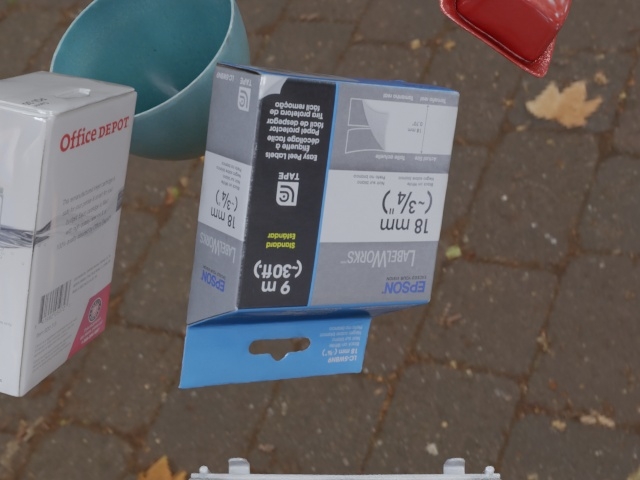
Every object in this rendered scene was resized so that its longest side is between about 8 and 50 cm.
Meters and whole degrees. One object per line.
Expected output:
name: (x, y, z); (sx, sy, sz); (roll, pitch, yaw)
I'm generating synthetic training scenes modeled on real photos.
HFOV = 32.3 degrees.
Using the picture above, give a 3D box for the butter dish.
butter dish: (0.240, -0.300, 1.295); (0.118, 0.160, 0.160); (-40, 23, 50)

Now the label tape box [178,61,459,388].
label tape box: (0.000, 0.000, 1.120); (0.241, 0.333, 0.106); (-1, 13, -34)

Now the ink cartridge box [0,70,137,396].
ink cartridge box: (-0.290, -0.018, 1.116); (0.117, 0.283, 0.207); (14, 17, 10)

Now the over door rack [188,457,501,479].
over door rack: (0.024, 0.239, 0.932); (0.240, 0.324, 0.108); (1, 80, 2)

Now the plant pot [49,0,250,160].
plant pot: (-0.218, -0.230, 1.621); (0.290, 0.195, 0.290); (-13, 54, 18)
